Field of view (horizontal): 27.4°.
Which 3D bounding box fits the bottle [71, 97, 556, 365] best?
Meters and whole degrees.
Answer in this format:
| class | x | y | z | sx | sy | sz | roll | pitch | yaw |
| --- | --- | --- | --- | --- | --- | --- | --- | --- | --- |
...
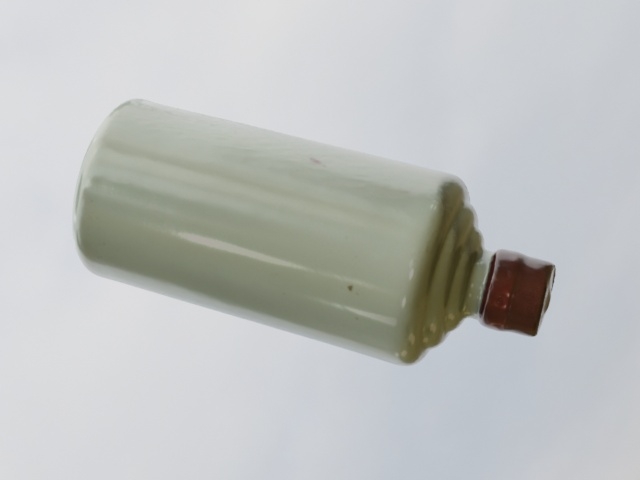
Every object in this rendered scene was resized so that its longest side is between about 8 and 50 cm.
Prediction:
| class | x | y | z | sx | sy | sz | roll | pitch | yaw |
| --- | --- | --- | --- | --- | --- | --- | --- | --- | --- |
| bottle | 0.000 | 0.000 | 0.687 | 0.104 | 0.245 | 0.104 | 15 | -90 | -75 |
